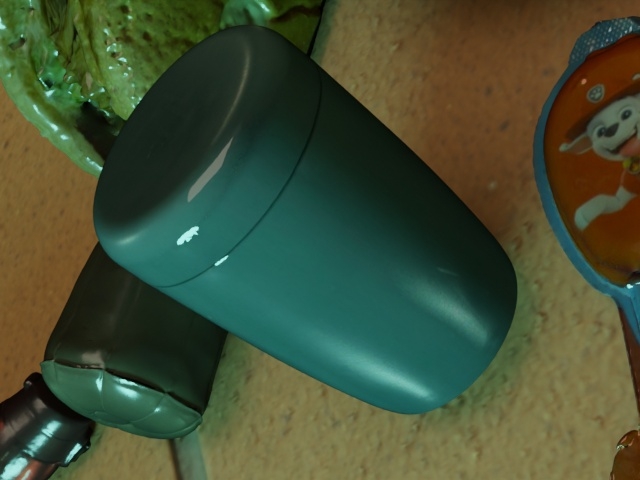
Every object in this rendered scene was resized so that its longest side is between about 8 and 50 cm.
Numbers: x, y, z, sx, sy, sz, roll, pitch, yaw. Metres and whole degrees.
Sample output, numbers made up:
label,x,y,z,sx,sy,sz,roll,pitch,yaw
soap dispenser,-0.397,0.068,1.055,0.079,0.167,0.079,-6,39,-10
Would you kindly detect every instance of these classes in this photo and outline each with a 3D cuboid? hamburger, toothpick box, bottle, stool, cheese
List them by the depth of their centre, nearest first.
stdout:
label,x,y,z,sx,sy,sz,roll,pitch,yaw
cheese,0.146,0.004,0.589,0.106,0.037,0.256,-27,53,34
toothpick box,0.000,0.000,0.619,0.120,0.184,0.120,-35,34,28
stool,-0.098,0.049,0.760,0.096,0.096,0.110,2,66,44
hamburger,-0.105,-0.175,0.819,0.167,0.192,0.288,4,72,54
bottle,-0.203,0.147,0.838,0.164,0.060,0.060,-45,46,18
